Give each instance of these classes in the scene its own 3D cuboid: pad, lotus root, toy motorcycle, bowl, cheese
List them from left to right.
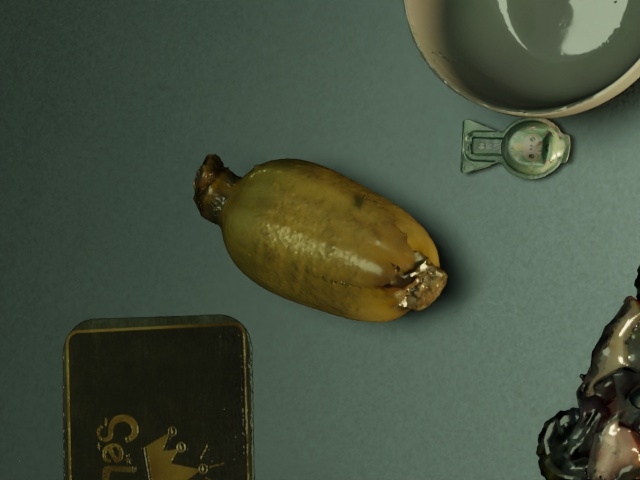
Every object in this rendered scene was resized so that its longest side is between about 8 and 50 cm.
[{"bbox_3d":[-0.229,0.273,2.054,0.315,0.063,0.375,-4,84,22],"label":"pad"},{"bbox_3d":[0.002,-0.001,1.942,0.303,0.131,0.146,24,72,21],"label":"lotus root"},{"bbox_3d":[0.208,-0.099,1.920,0.120,0.026,0.067,2,86,23],"label":"cheese"},{"bbox_3d":[0.240,-0.261,1.856,0.287,0.144,0.287,-2,85,22],"label":"bowl"},{"bbox_3d":[0.325,0.209,1.795,0.207,0.134,0.401,35,98,27],"label":"toy motorcycle"}]
